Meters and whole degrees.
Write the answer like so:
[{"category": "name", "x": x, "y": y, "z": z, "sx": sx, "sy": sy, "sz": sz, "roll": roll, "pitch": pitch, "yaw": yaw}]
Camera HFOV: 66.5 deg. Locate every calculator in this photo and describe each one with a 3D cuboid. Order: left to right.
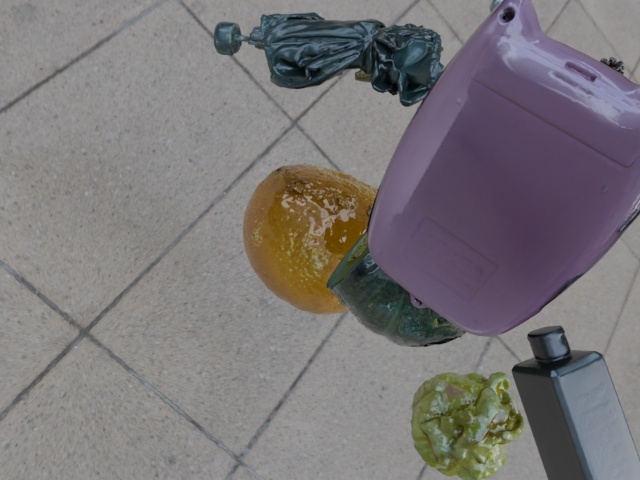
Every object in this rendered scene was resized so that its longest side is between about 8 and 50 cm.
[{"category": "calculator", "x": 0.142, "y": -0.032, "z": 0.418, "sx": 0.194, "sy": 0.294, "sz": 0.043, "roll": 37, "pitch": 41, "yaw": 14}]

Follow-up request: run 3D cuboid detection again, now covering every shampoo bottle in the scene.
[{"category": "shampoo bottle", "x": 0.296, "y": 0.221, "z": 0.558, "sx": 0.080, "sy": 0.079, "sz": 0.246, "roll": -15, "pitch": 85, "yaw": -20}]

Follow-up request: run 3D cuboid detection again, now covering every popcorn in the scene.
[{"category": "popcorn", "x": 0.310, "y": 0.401, "z": 1.061, "sx": 0.212, "sy": 0.259, "sz": 0.259, "roll": -21, "pitch": 88, "yaw": -54}]

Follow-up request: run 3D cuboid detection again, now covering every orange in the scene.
[{"category": "orange", "x": 0.000, "y": 0.000, "z": 1.031, "sx": 0.340, "sy": 0.340, "sz": 0.293, "roll": 14, "pitch": 105, "yaw": -23}]

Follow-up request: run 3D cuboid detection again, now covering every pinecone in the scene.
[{"category": "pinecone", "x": 0.720, "y": -0.412, "z": 1.246, "sx": 0.102, "sy": 0.109, "sz": 0.102, "roll": -3, "pitch": 73, "yaw": 11}]

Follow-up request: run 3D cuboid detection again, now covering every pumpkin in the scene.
[{"category": "pumpkin", "x": 0.171, "y": 0.021, "z": 0.676, "sx": 0.197, "sy": 0.263, "sz": 0.293, "roll": 42, "pitch": 98, "yaw": 0}]

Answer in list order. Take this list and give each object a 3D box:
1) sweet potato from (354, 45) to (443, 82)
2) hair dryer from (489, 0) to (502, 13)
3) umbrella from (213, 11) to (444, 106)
[{"category": "sweet potato", "x": 0.195, "y": -0.430, "z": 1.168, "sx": 0.243, "sy": 0.077, "sz": 0.077, "roll": -20, "pitch": 88, "yaw": -19}, {"category": "hair dryer", "x": 0.312, "y": -0.338, "z": 0.804, "sx": 0.047, "sy": 0.082, "sz": 0.137, "roll": -41, "pitch": 126, "yaw": -7}, {"category": "umbrella", "x": 0.009, "y": -0.282, "z": 0.734, "sx": 0.348, "sy": 0.094, "sz": 0.143, "roll": 7, "pitch": 43, "yaw": 9}]
